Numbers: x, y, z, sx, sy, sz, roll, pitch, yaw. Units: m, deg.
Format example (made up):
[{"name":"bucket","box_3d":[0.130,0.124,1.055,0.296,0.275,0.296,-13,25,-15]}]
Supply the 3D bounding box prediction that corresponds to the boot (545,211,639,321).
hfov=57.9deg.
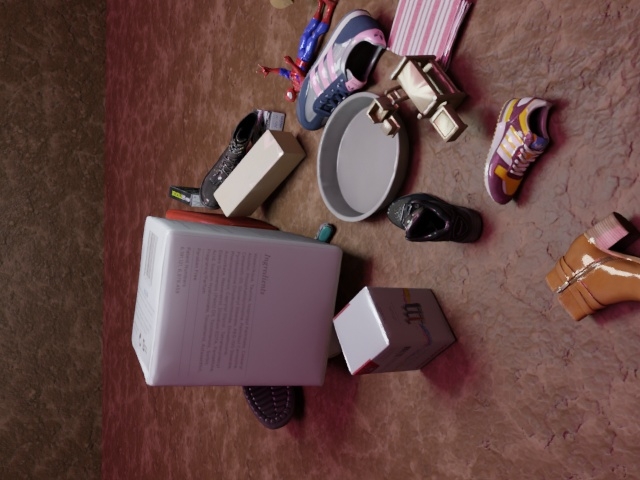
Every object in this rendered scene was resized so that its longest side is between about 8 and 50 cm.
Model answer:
[{"name":"boot","box_3d":[0.425,0.074,0.839,0.152,0.073,0.197,-55,35,35]}]

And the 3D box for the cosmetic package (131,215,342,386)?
[{"name":"cosmetic package","box_3d":[-0.207,0.134,1.352,0.329,0.393,0.327,-164,81,-66]}]

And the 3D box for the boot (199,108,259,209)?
[{"name":"boot","box_3d":[-0.264,-0.236,1.672,0.229,0.091,0.263,-43,24,63]}]

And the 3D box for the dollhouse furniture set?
[{"name":"dollhouse furniture set","box_3d":[0.204,-0.242,1.140,0.182,0.101,0.161,59,139,18]}]

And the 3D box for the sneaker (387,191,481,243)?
[{"name":"sneaker","box_3d":[0.187,-0.049,1.128,0.227,0.130,0.087,25,106,54]}]

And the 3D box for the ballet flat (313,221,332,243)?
[{"name":"ballet flat","box_3d":[0.000,0.000,1.465,0.041,0.041,0.114,57,131,39]}]

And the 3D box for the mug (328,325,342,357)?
[{"name":"mug","box_3d":[0.023,0.250,1.405,0.062,0.078,0.064,-30,67,7]}]

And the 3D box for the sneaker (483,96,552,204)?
[{"name":"sneaker","box_3d":[0.336,-0.149,0.976,0.084,0.069,0.185,21,106,58]}]

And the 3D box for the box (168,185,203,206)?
[{"name":"box","box_3d":[-0.358,-0.137,1.833,0.184,0.190,0.045,17,103,53]}]

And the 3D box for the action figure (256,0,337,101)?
[{"name":"action figure","box_3d":[-0.068,-0.502,1.510,0.091,0.139,0.280,46,126,47]}]

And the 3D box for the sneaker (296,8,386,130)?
[{"name":"sneaker","box_3d":[0.043,-0.373,1.361,0.319,0.112,0.131,-60,41,34]}]

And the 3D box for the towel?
[{"name":"towel","box_3d":[0.218,-0.443,1.198,0.197,0.029,0.144,44,125,46]}]

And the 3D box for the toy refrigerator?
[{"name":"toy refrigerator","box_3d":[-0.173,-0.184,1.598,0.269,0.102,0.094,-44,69,31]}]

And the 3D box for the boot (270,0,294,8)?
[{"name":"boot","box_3d":[0.001,-0.707,1.453,0.295,0.104,0.211,-13,49,28]}]

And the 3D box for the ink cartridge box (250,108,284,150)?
[{"name":"ink cartridge box","box_3d":[-0.162,-0.274,1.693,0.097,0.046,0.207,26,109,53]}]

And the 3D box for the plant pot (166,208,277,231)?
[{"name":"plant pot","box_3d":[-0.266,0.048,1.661,0.236,0.267,0.267,0,88,41]}]

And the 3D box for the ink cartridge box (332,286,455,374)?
[{"name":"ink cartridge box","box_3d":[0.143,0.176,1.132,0.128,0.176,0.127,-51,47,39]}]

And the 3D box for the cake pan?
[{"name":"cake pan","box_3d":[0.096,-0.187,1.324,0.293,0.054,0.293,-6,83,54]}]

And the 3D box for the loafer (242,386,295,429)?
[{"name":"loafer","box_3d":[-0.160,0.359,1.610,0.130,0.134,0.366,82,166,-53]}]
